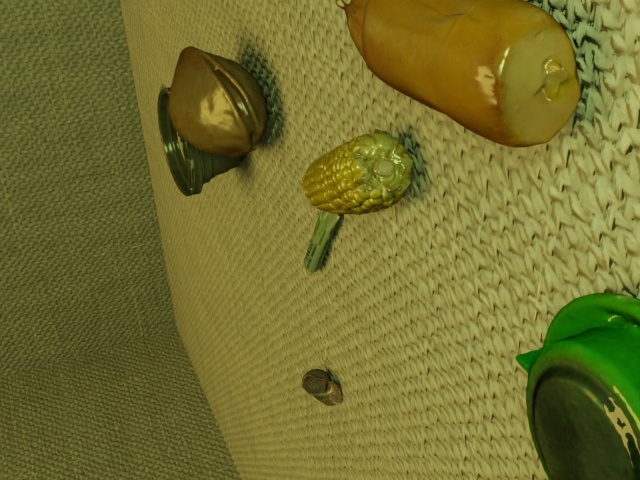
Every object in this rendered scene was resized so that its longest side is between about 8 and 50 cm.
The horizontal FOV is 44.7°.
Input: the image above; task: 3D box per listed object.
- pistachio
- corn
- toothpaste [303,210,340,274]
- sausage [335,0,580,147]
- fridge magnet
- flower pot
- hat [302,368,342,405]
[{"bbox_3d":[-0.180,-0.246,1.371,0.212,0.163,0.260,54,162,-16],"label":"pistachio"},{"bbox_3d":[0.037,-0.076,0.967,0.260,0.091,0.091,177,76,-76],"label":"corn"},{"bbox_3d":[0.000,0.000,1.229,0.197,0.029,0.048,110,141,-55],"label":"toothpaste"},{"bbox_3d":[0.098,-0.174,0.682,0.328,0.112,0.112,-132,32,-56],"label":"sausage"},{"bbox_3d":[0.224,0.141,0.571,0.208,0.088,0.208,165,90,-72],"label":"fridge magnet"},{"bbox_3d":[-0.241,-0.214,1.599,0.235,0.140,0.235,164,90,-71],"label":"flower pot"},{"bbox_3d":[0.009,0.259,1.396,0.087,0.042,0.058,9,120,33],"label":"hat"}]
